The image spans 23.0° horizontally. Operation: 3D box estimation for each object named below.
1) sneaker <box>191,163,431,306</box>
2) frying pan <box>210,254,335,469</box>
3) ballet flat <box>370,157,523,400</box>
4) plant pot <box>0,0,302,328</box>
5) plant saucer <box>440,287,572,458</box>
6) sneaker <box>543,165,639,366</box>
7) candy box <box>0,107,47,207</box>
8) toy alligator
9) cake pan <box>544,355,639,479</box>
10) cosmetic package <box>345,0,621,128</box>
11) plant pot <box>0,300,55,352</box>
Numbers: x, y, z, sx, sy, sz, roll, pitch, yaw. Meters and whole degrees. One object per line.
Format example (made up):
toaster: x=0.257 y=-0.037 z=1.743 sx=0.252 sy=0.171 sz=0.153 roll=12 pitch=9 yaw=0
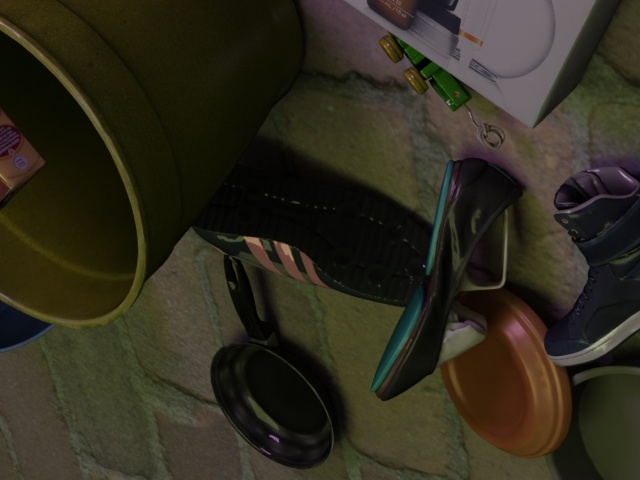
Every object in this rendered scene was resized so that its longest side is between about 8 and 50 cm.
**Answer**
sneaker: x=0.000 y=0.000 z=1.777 sx=0.319 sy=0.112 sz=0.131 roll=22 pitch=167 yaw=19
frying pan: x=-0.086 y=0.152 z=2.001 sx=0.197 sy=0.053 sz=0.326 roll=-11 pitch=113 yaw=47
ballet flat: x=0.136 y=0.053 z=1.621 sx=0.096 sy=0.095 sz=0.280 roll=18 pitch=110 yaw=1
plant pot: x=-0.211 y=-0.159 z=1.609 sx=0.366 sy=0.353 sz=0.366 roll=24 pitch=135 yaw=26
plant saucer: x=0.191 y=0.146 z=1.703 sx=0.200 sy=0.037 sz=0.200 roll=37 pitch=137 yaw=43
sneaker: x=0.262 y=0.022 z=1.531 sx=0.163 sy=0.086 sz=0.226 roll=42 pitch=133 yaw=-11
candy box: x=-0.348 y=-0.110 z=1.454 sx=0.186 sy=0.053 sz=0.109 roll=49 pitch=140 yaw=-5
toy alligator: x=0.115 y=-0.166 z=1.551 sx=0.189 sy=0.056 sz=0.051 roll=51 pitch=-177 yaw=-7
cake pan: x=0.372 y=0.238 z=1.652 sx=0.293 sy=0.054 sz=0.293 roll=24 pitch=136 yaw=26
cosmetic package: x=0.105 y=-0.316 z=1.396 sx=0.377 sy=0.097 sz=0.284 roll=36 pitch=137 yaw=14
plant pot: x=-0.456 y=0.010 z=2.047 sx=0.293 sy=0.293 sz=0.235 roll=51 pitch=163 yaw=-5
